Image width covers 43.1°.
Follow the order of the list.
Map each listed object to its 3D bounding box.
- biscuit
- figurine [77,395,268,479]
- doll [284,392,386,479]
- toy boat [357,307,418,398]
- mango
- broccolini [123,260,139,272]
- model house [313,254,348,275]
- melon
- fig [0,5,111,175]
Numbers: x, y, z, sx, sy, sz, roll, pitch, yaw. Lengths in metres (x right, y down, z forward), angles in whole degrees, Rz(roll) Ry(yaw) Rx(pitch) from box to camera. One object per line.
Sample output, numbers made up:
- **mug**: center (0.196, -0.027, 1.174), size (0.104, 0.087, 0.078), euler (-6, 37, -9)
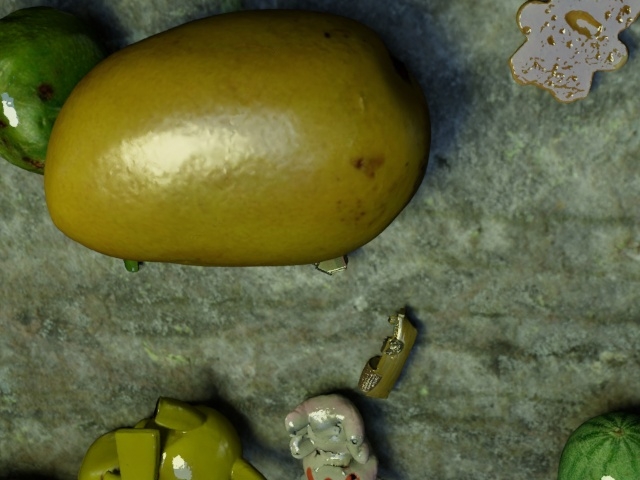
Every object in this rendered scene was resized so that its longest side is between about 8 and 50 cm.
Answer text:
- **biscuit**: center (0.287, -0.245, 0.907), size (0.133, 0.027, 0.184), euler (15, 116, 7)
- **figurine**: center (-0.240, 0.336, 1.227), size (0.326, 0.169, 0.218), euler (-32, 108, 25)
- **doll**: center (0.022, 0.310, 1.194), size (0.149, 0.095, 0.192), euler (-1, 116, 21)
- **toy boat**: center (0.095, 0.160, 1.131), size (0.049, 0.047, 0.149), euler (22, 118, 3)
- **mango**: center (-0.095, -0.102, 0.921), size (0.445, 0.232, 0.300), euler (-11, 124, 2)
- **broccolini**: center (-0.286, -0.051, 1.135), size (0.091, 0.068, 0.203), euler (8, 132, 24)
- **model house**: center (0.000, 0.000, 1.076), size (0.058, 0.057, 0.083), euler (-15, 112, 15)
- **melon**: center (0.412, 0.361, 1.073), size (0.182, 0.182, 0.288), euler (-12, 108, 19)
- **fig**: center (-0.375, -0.190, 1.013), size (0.235, 0.203, 0.203), euler (13, 119, 30)
